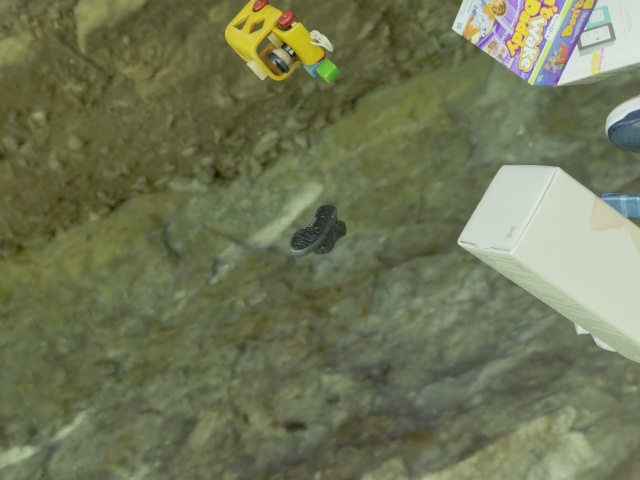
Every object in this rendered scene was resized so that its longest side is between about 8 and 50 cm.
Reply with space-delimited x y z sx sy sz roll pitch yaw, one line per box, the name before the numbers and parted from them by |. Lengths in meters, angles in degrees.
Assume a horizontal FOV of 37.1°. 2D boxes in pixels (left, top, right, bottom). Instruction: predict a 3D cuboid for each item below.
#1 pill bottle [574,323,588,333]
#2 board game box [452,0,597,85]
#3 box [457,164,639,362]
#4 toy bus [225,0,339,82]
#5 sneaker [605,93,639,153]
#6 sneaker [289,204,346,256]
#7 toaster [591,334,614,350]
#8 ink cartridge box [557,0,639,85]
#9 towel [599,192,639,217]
pill bottle | 0.700 0.166 2.208 0.214 0.117 0.117 -7 177 8
board game box | 0.404 -0.493 1.744 0.078 0.233 0.347 -7 130 -39
box | 0.344 0.038 1.195 0.121 0.311 0.148 -59 -160 -5
toy bus | -0.075 -0.314 1.553 0.104 0.191 0.202 -47 173 -1
sneaker | 0.449 -0.085 1.081 0.282 0.153 0.099 5 157 37
sneaker | -0.002 -0.001 1.744 0.170 0.051 0.089 -52 151 -42
toaster | 0.629 0.138 1.900 0.226 0.129 0.146 0 -146 1
ink cartridge box | 0.677 -0.485 2.189 0.270 0.197 0.198 -11 -178 44
towel | 0.802 -0.092 2.521 0.119 0.067 0.029 2 -156 35
